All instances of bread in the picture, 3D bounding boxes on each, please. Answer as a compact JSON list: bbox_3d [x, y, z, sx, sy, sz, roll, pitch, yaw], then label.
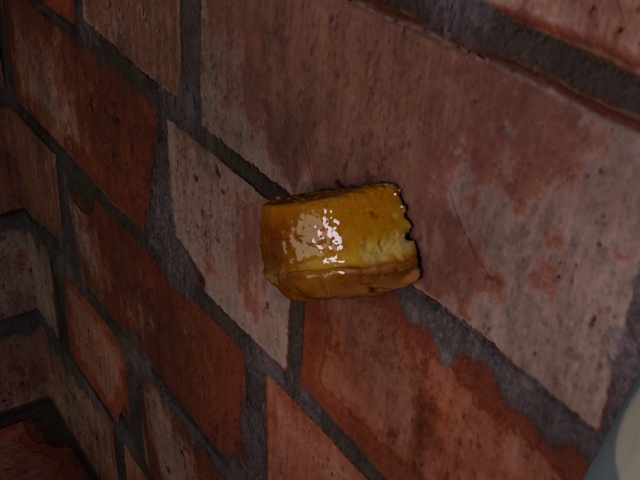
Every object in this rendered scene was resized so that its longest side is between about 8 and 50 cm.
[{"bbox_3d":[0.000,0.000,1.142,0.229,0.139,0.143,-4,93,59],"label":"bread"}]

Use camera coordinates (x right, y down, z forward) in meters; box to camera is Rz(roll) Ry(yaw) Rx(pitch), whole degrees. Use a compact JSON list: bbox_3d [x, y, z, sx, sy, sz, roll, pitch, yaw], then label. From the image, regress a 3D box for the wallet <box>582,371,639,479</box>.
[{"bbox_3d":[0.302,0.096,0.569,0.360,0.083,0.252,-67,30,12],"label":"wallet"}]
